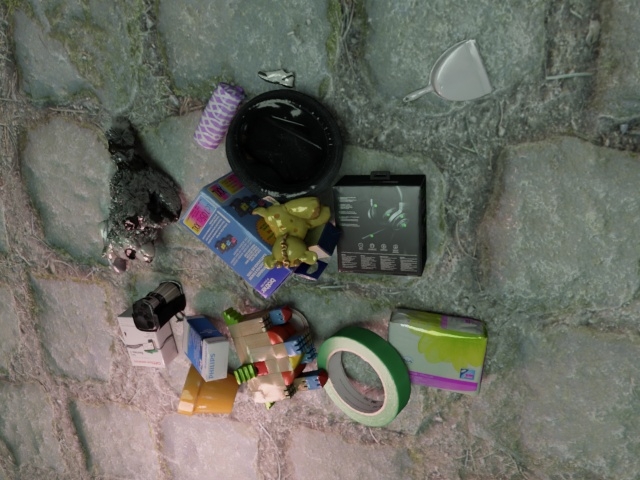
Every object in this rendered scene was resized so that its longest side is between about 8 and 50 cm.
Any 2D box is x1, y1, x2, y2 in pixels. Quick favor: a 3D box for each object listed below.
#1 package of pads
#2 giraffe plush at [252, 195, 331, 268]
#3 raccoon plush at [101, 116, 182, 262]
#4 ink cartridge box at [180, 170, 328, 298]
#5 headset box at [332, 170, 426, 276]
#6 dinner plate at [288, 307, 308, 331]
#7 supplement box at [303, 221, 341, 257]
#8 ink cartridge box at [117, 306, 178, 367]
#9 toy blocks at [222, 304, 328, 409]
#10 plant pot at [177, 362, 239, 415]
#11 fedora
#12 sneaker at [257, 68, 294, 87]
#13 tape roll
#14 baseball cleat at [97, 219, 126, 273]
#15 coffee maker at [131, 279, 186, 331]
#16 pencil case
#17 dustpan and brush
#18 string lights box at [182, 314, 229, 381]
[{"bbox_3d":[0.353,0.338,1.460,0.296,0.101,0.229,6,113,15],"label":"package of pads"},{"bbox_3d":[-0.070,-0.010,1.218,0.181,0.210,0.170,-18,72,36],"label":"giraffe plush"},{"bbox_3d":[-0.639,-0.144,1.588,0.299,0.216,0.446,-29,71,39],"label":"raccoon plush"},{"bbox_3d":[-0.162,-0.018,1.388,0.395,0.270,0.151,43,124,-2],"label":"ink cartridge box"},{"bbox_3d":[0.172,-0.055,1.343,0.246,0.131,0.283,1,111,18],"label":"headset box"},{"bbox_3d":[-0.105,0.293,1.638,0.141,0.017,0.141,6,112,16],"label":"dinner plate"},{"bbox_3d":[0.000,0.000,1.309,0.056,0.083,0.083,40,148,-29],"label":"supplement box"},{"bbox_3d":[-0.657,0.368,1.803,0.160,0.092,0.219,-2,110,19],"label":"ink cartridge box"},{"bbox_3d":[-0.135,0.373,1.567,0.261,0.191,0.381,-17,95,26],"label":"toy blocks"},{"bbox_3d":[-0.405,0.555,1.754,0.188,0.205,0.205,16,116,-6],"label":"plant pot"},{"bbox_3d":[-0.091,-0.246,1.316,0.334,0.152,0.334,-1,83,9],"label":"fedora"},{"bbox_3d":[-0.124,-0.463,1.332,0.109,0.040,0.044,17,99,7],"label":"sneaker"},{"bbox_3d":[0.132,0.437,1.520,0.321,0.077,0.321,20,122,36],"label":"tape roll"},{"bbox_3d":[-0.729,0.023,1.701,0.109,0.072,0.206,-10,111,14],"label":"baseball cleat"},{"bbox_3d":[-0.563,0.251,1.678,0.120,0.178,0.171,-24,102,26],"label":"coffee maker"},{"bbox_3d":[-0.300,-0.368,1.395,0.086,0.088,0.206,37,117,-3],"label":"pencil case"},{"bbox_3d":[0.310,-0.402,1.209,0.211,0.060,0.147,-24,115,18],"label":"dustpan and brush"},{"bbox_3d":[-0.403,0.364,1.632,0.259,0.076,0.133,22,109,54],"label":"string lights box"}]
